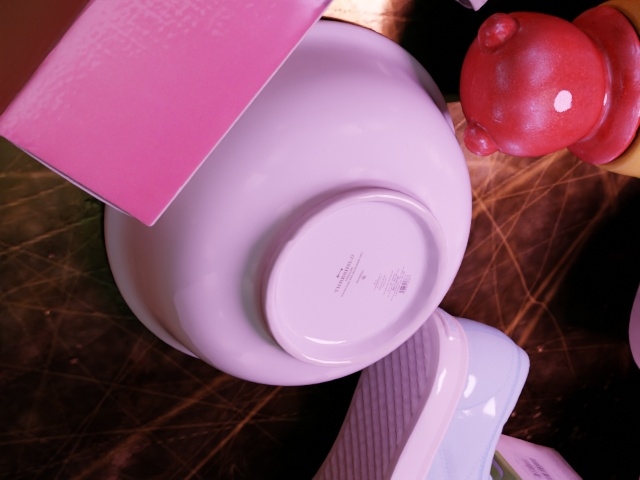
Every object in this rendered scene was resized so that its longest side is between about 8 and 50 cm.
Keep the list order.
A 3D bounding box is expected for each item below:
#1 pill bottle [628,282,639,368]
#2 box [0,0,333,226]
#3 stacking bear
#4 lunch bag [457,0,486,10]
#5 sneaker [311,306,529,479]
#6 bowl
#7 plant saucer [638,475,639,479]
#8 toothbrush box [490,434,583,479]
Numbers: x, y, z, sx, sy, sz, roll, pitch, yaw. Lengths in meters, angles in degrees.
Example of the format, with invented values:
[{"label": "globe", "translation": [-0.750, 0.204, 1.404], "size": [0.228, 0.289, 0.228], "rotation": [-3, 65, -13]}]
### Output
[{"label": "pill bottle", "translation": [0.456, 0.099, 1.125], "size": [0.318, 0.176, 0.176], "rotation": [23, 107, -12]}, {"label": "box", "translation": [-0.100, -0.153, 0.772], "size": [0.127, 0.148, 0.232], "rotation": [34, 99, -36]}, {"label": "stacking bear", "translation": [0.242, -0.121, 0.968], "size": [0.289, 0.164, 0.175], "rotation": [-3, 119, -20]}, {"label": "lunch bag", "translation": [0.082, -0.311, 0.760], "size": [0.235, 0.169, 0.287], "rotation": [-47, 123, 5]}, {"label": "sneaker", "translation": [0.079, 0.236, 1.103], "size": [0.150, 0.135, 0.366], "rotation": [15, 111, -29]}, {"label": "bowl", "translation": [0.000, 0.000, 0.925], "size": [0.298, 0.134, 0.298], "rotation": [-12, 123, -20]}, {"label": "plant saucer", "translation": [0.349, 0.272, 1.236], "size": [0.259, 0.048, 0.258], "rotation": [-4, 110, -60]}, {"label": "toothbrush box", "translation": [0.161, 0.353, 1.168], "size": [0.122, 0.206, 0.283], "rotation": [18, 109, -33]}]
